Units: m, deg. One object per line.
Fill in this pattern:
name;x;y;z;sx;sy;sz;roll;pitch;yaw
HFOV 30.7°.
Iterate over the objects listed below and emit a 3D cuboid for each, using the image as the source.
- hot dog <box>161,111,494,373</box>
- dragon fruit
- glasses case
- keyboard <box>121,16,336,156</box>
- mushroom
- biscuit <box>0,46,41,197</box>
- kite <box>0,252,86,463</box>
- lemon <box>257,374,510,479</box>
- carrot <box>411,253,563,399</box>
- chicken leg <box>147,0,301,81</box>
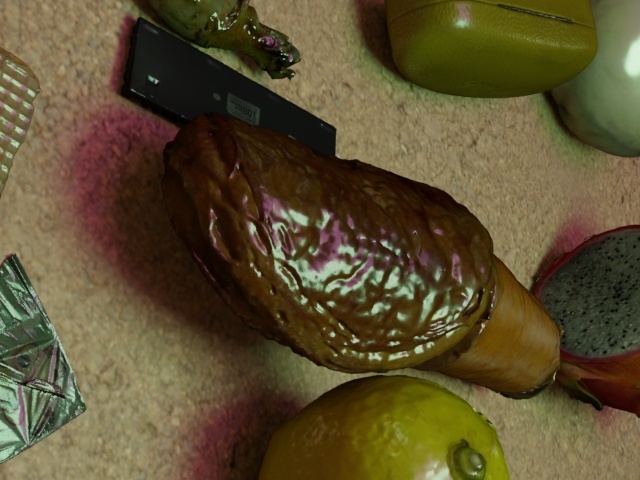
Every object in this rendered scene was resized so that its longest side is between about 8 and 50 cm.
hot dog;0.000;0.000;1.222;0.388;0.174;0.267;18;29;-32
dragon fruit;0.475;0.145;1.706;0.225;0.305;0.305;54;46;-34
glasses case;0.229;-0.276;1.605;0.371;0.173;0.141;0;80;-46
keyboard;-0.095;-0.140;1.325;0.317;0.027;0.106;26;59;-42
mushroom;0.535;-0.302;1.858;0.356;0.315;0.315;-39;110;-32
biscuit;-0.332;-0.011;0.999;0.094;0.054;0.378;33;56;-38
kite;-0.307;0.113;1.041;0.250;0.012;0.229;32;57;-37
lemon;0.062;0.266;1.211;0.261;0.284;0.260;4;62;-8
carrot;0.202;0.094;1.482;0.254;0.196;0.195;23;64;-48
chicken leg;-0.103;-0.257;1.300;0.228;0.088;0.103;23;51;-39
